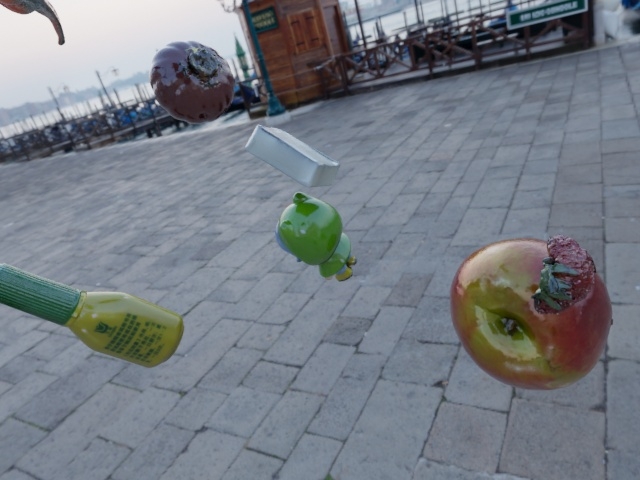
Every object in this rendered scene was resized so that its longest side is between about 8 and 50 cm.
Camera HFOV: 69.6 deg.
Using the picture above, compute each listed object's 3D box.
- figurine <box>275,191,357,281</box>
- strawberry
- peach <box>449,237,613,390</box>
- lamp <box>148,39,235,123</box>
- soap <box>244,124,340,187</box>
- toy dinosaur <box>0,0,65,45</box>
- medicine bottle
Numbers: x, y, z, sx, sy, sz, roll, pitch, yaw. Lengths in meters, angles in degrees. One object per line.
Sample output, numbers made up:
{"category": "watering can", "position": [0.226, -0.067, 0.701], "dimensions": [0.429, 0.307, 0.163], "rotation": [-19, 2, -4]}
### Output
{"category": "figurine", "position": [0.000, 0.000, 1.113], "dimensions": [0.143, 0.263, 0.162], "rotation": [4, 60, 44]}
{"category": "strawberry", "position": [0.425, 0.066, 0.797], "dimensions": [0.085, 0.192, 0.140], "rotation": [11, 60, 34]}
{"category": "peach", "position": [0.519, 0.172, 1.141], "dimensions": [0.388, 0.388, 0.388], "rotation": [-14, 24, 6]}
{"category": "lamp", "position": [-0.152, -0.190, 0.550], "dimensions": [0.101, 0.101, 0.090], "rotation": [-35, 9, -35]}
{"category": "soap", "position": [-0.059, -0.186, 1.011], "dimensions": [0.183, 0.063, 0.121], "rotation": [34, 21, 18]}
{"category": "toy dinosaur", "position": [-0.328, -0.266, 0.441], "dimensions": [0.101, 0.055, 0.279], "rotation": [26, 4, 8]}
{"category": "medicine bottle", "position": [-0.319, 0.104, 0.640], "dimensions": [0.095, 0.260, 0.064], "rotation": [-55, 36, 3]}
